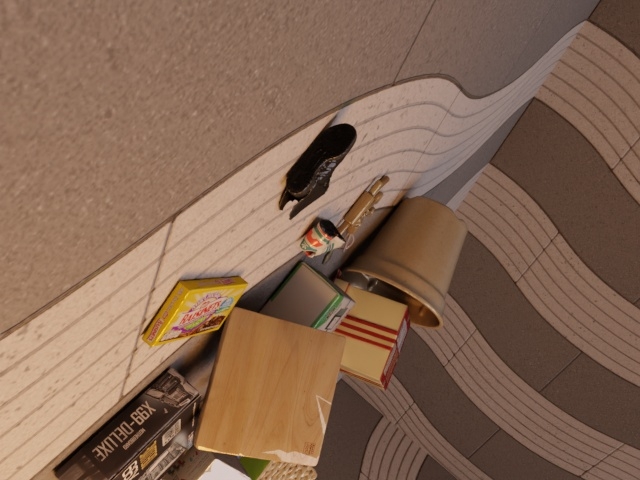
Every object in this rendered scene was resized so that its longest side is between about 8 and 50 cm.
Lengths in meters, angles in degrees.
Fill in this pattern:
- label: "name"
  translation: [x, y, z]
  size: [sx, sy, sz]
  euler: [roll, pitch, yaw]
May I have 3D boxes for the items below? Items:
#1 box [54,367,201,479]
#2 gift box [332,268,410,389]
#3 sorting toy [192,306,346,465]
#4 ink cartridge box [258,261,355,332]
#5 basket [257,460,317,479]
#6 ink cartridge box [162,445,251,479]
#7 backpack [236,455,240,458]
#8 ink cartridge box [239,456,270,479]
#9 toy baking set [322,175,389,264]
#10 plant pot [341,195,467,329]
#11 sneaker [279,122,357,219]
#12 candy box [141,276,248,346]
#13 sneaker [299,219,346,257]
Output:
- label: "box"
  translation: [-0.336, 0.393, 1.040]
  size: [0.242, 0.076, 0.308]
  euler: [-43, 164, -34]
- label: "gift box"
  translation: [0.099, 0.252, 1.611]
  size: [0.276, 0.258, 0.255]
  euler: [71, 41, -61]
- label: "sorting toy"
  translation: [-0.104, 0.283, 1.112]
  size: [0.089, 0.255, 0.257]
  euler: [-6, -113, 61]
- label: "ink cartridge box"
  translation: [-0.037, 0.182, 1.354]
  size: [0.211, 0.121, 0.289]
  euler: [-51, 165, 0]
- label: "basket"
  translation: [-0.230, 0.821, 1.908]
  size: [0.328, 0.266, 0.331]
  euler: [-44, 175, -35]
- label: "ink cartridge box"
  translation: [-0.266, 0.503, 1.258]
  size: [0.128, 0.176, 0.127]
  euler: [-49, 126, -9]
- label: "backpack"
  translation: [-0.230, 0.518, 1.520]
  size: [0.173, 0.117, 0.158]
  euler: [-37, 167, 9]
- label: "ink cartridge box"
  translation: [-0.266, 0.640, 1.620]
  size: [0.255, 0.097, 0.189]
  euler: [-54, -150, 5]
- label: "toy baking set"
  translation: [0.090, -0.044, 1.385]
  size: [0.256, 0.030, 0.197]
  euler: [-50, 166, -6]
- label: "plant pot"
  translation: [0.276, 0.048, 1.695]
  size: [0.306, 0.333, 0.334]
  euler: [-60, 168, -15]
- label: "sneaker"
  translation: [-0.005, -0.109, 0.907]
  size: [0.170, 0.051, 0.089]
  euler: [-46, 165, -2]
- label: "candy box"
  translation: [-0.190, 0.108, 0.900]
  size: [0.105, 0.027, 0.206]
  euler: [-57, 165, 8]
- label: "sneaker"
  translation: [0.000, 0.000, 1.195]
  size: [0.075, 0.057, 0.161]
  euler: [-37, 169, 10]
